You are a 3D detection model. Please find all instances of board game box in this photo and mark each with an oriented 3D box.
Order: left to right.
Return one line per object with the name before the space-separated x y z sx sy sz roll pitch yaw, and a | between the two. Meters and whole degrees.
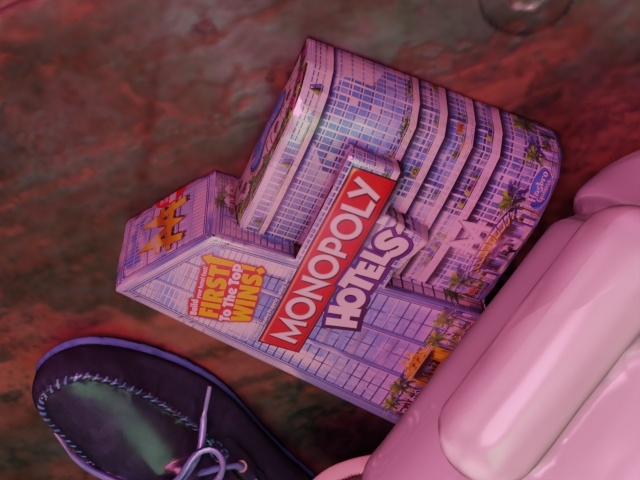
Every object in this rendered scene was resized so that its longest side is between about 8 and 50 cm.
board game box | 0.000 0.000 0.532 0.194 0.060 0.194 16 127 -16

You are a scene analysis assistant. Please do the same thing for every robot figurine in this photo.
robot figurine | 0.160 0.095 0.484 0.353 0.200 0.300 -51 141 -2

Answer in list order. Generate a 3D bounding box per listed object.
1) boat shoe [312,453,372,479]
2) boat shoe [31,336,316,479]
boat shoe | 0.158 0.178 0.642 0.335 0.095 0.112 -11 135 -5
boat shoe | -0.072 0.153 0.638 0.109 0.089 0.258 -38 122 26
